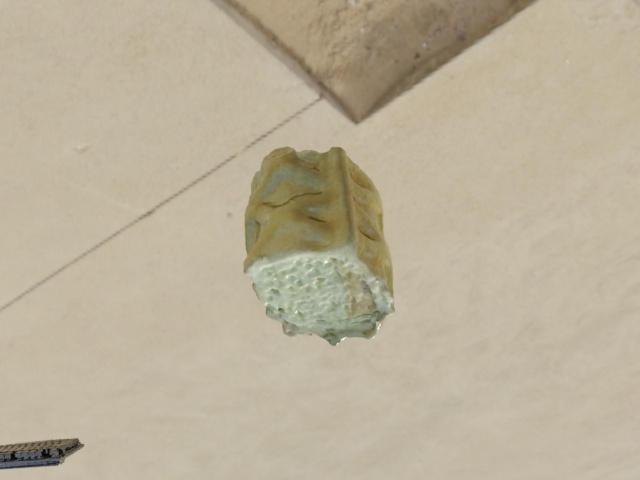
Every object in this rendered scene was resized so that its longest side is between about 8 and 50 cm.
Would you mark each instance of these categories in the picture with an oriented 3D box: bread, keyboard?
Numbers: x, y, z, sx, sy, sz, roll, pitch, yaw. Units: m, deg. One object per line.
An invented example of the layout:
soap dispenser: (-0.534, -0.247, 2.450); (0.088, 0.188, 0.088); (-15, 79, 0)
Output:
bread: (-0.006, 0.000, 1.306); (0.196, 0.252, 0.238); (-26, 124, 25)
keyboard: (-0.428, 0.281, 1.129); (0.231, 0.023, 0.072); (-8, -176, 14)
